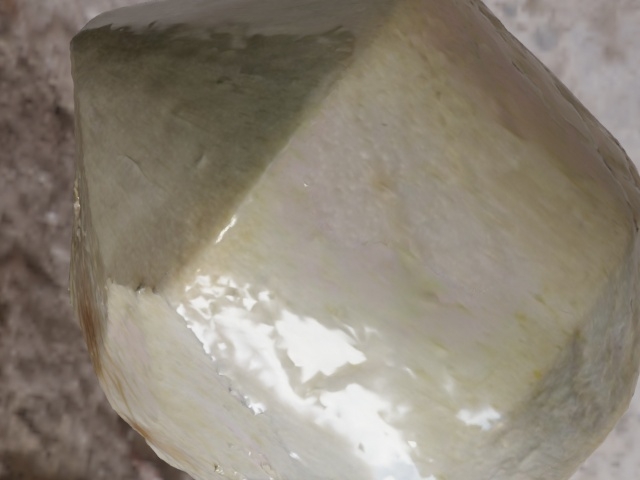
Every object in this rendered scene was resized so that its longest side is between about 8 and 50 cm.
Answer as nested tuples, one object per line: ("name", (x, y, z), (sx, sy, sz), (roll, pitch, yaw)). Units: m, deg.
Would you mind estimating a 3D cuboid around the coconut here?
("coconut", (0.000, 0.000, 1.012), (0.415, 0.344, 0.415), (23, 145, 18))
